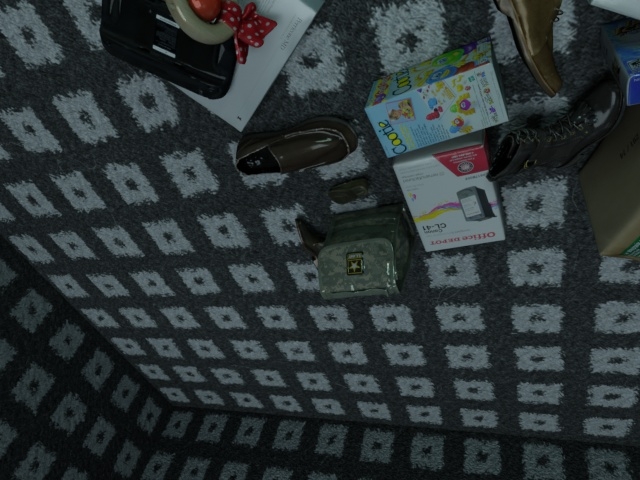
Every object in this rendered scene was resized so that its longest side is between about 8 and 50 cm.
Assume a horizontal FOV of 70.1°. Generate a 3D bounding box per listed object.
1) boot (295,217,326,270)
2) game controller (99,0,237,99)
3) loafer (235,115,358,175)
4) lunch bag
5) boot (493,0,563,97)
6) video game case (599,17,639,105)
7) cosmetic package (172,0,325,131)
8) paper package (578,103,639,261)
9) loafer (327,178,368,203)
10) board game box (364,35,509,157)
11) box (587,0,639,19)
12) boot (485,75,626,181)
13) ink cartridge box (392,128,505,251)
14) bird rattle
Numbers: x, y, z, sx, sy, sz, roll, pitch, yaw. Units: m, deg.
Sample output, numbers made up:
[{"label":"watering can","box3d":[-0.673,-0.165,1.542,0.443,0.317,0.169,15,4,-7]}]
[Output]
[{"label":"boot","box3d":[0.000,0.000,1.501,0.106,0.082,0.219,-23,121,9]},{"label":"game controller","box3d":[-0.348,-0.449,1.039,0.319,0.067,0.166,23,122,-5]},{"label":"loafer","box3d":[-0.074,-0.230,1.237,0.366,0.130,0.134,-7,131,25]},{"label":"lunch bag","box3d":[0.132,0.044,1.329,0.235,0.287,0.169,-8,130,27]},{"label":"boot","box3d":[0.434,-0.425,0.899,0.115,0.112,0.305,-26,119,24]},{"label":"video game case","box3d":[0.662,-0.346,0.791,0.270,0.244,0.061,-7,129,24]},{"label":"cosmetic package","box3d":[-0.211,-0.478,1.062,0.284,0.097,0.377,35,134,-13]},{"label":"paper package","box3d":[0.707,-0.151,0.923,0.168,0.309,0.325,16,137,3]},{"label":"loafer","box3d":[0.085,-0.144,1.331,0.148,0.050,0.056,-4,130,43]},{"label":"board game box","box3d":[0.261,-0.317,1.029,0.275,0.142,0.144,-13,128,28]},{"label":"box","box3d":[0.555,-0.454,0.765,0.181,0.182,0.119,18,136,0]},{"label":"boot","box3d":[0.505,-0.230,0.992,0.229,0.091,0.263,-9,143,-22]},{"label":"ink cartridge box","box3d":[0.344,-0.132,1.195,0.226,0.131,0.306,-10,128,26]},{"label":"bird rattle","box3d":[-0.213,-0.462,0.882,0.143,0.207,0.253,9,128,35]}]
